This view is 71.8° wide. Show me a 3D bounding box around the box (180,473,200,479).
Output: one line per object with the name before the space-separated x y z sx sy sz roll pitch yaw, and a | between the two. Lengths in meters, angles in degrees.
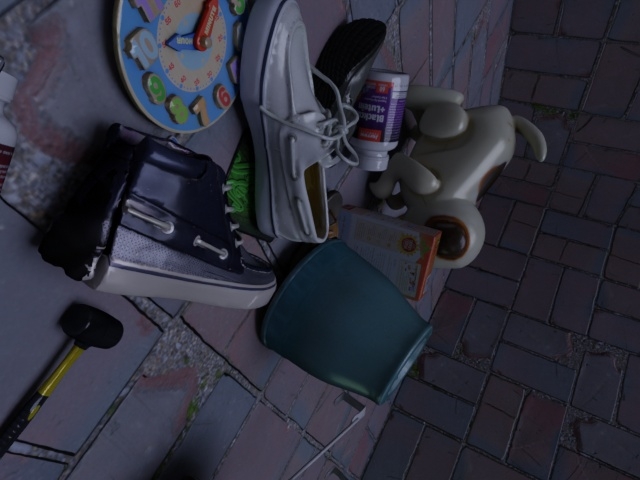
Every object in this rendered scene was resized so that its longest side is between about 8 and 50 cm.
box | -0.287 0.555 0.633 0.381 0.143 0.191 -22 126 -56

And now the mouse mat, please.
mouse mat | -0.096 -0.081 0.722 0.190 0.007 0.152 25 85 -64

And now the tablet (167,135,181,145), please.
tablet | -0.179 -0.084 0.551 0.054 0.006 0.083 -61 153 -20

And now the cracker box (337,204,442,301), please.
cracker box | 0.140 0.024 1.008 0.067 0.232 0.155 -26 131 -58

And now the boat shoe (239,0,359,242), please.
boat shoe | -0.014 -0.143 0.633 0.136 0.157 0.366 -52 151 -51

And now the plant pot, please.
plant pot | 0.067 0.177 0.880 0.272 0.255 0.271 -44 155 -27

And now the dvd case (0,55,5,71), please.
dvd case | -0.303 -0.078 0.177 0.239 0.030 0.179 33 76 -43

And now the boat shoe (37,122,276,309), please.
boat shoe | -0.135 -0.014 0.540 0.158 0.127 0.340 -64 155 3

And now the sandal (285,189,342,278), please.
sandal | 0.000 0.000 0.910 0.219 0.060 0.090 -62 154 -18

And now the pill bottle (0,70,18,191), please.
pill bottle | -0.266 -0.052 0.301 0.086 0.086 0.151 18 92 -65

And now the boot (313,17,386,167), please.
boot | 0.043 -0.266 0.810 0.246 0.084 0.161 -59 160 -12

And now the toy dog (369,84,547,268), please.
toy dog | 0.328 -0.127 1.123 0.284 0.396 0.407 42 60 -73

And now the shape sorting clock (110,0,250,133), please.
shape sorting clock | -0.140 -0.221 0.492 0.206 0.040 0.206 -43 144 -44

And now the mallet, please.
mallet | -0.291 0.150 0.461 0.189 0.039 0.062 -54 152 -24

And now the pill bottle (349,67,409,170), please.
pill bottle | 0.113 -0.247 0.909 0.108 0.108 0.193 -33 135 -53

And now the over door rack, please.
over door rack | -0.003 0.456 0.750 0.324 0.108 0.239 -34 136 -54

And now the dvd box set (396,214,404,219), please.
dvd box set | 0.221 0.083 1.422 0.420 0.062 0.307 -23 128 -58
